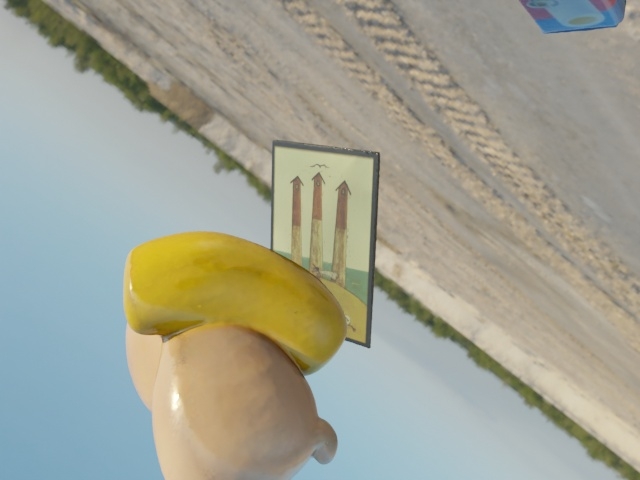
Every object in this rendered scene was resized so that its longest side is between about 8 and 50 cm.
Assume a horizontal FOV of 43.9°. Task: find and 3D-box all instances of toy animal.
[{"bbox_3d":[-0.115,0.163,1.011,0.277,0.247,0.345,-10,-110,-34],"label":"toy animal"}]

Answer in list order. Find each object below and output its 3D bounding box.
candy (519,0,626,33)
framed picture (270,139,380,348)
[{"bbox_3d":[0.225,-0.343,0.790,0.100,0.157,0.306,2,169,36],"label":"candy"},{"bbox_3d":[0.000,0.000,1.348,0.244,0.324,0.013,13,-163,42],"label":"framed picture"}]
